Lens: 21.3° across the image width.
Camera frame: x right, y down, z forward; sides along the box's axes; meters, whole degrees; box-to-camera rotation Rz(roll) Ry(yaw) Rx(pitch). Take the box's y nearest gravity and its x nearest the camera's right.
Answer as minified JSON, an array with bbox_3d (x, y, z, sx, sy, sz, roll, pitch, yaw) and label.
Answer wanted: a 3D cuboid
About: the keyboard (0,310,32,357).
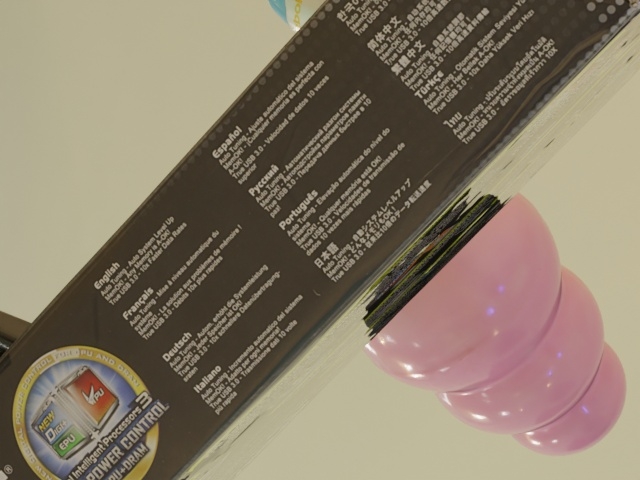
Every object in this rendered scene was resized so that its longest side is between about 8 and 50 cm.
[{"bbox_3d":[-0.191,0.130,0.767,0.317,0.201,0.033,-39,-140,37],"label":"keyboard"}]

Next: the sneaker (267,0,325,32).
[{"bbox_3d":[0.060,-0.225,1.251,0.092,0.229,0.087,30,-33,34],"label":"sneaker"}]

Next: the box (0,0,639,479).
[{"bbox_3d":[0.000,0.000,0.532,0.060,0.216,0.270,46,-71,7],"label":"box"}]

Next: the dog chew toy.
[{"bbox_3d":[0.171,0.085,1.604,0.206,0.332,0.206,-31,-145,25],"label":"dog chew toy"}]
